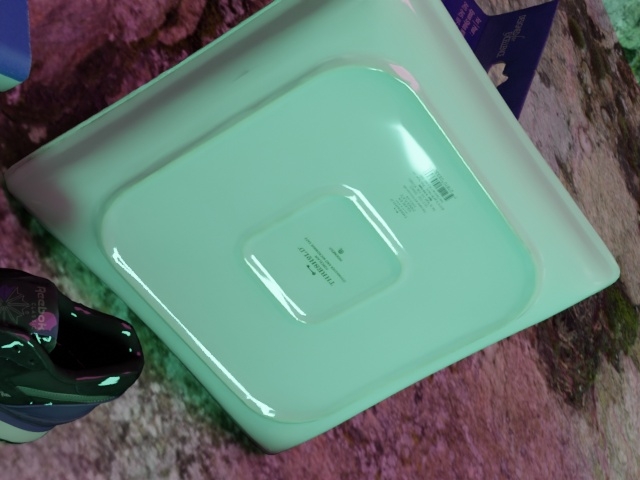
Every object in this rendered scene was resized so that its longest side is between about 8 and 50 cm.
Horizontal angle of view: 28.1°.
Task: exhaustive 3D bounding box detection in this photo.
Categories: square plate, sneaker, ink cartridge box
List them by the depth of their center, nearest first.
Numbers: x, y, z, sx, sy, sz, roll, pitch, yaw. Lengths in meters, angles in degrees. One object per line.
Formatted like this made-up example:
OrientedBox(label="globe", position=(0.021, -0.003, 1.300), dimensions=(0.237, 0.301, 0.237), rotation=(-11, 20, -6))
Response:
OrientedBox(label="sneaker", position=(-0.228, 0.041, 0.783), dimensions=(0.283, 0.124, 0.107), rotation=(27, 50, -49))
OrientedBox(label="square plate", position=(0.000, 0.000, 0.955), dimensions=(0.347, 0.344, 0.049), rotation=(50, 22, -29))
OrientedBox(label="ink cartridge box", position=(0.035, -0.129, 1.122), dimensions=(0.072, 0.307, 0.303), rotation=(60, 31, -23))

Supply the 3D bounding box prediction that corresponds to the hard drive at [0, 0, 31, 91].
OrientedBox(label="hard drive", position=(-0.335, -0.247, 0.870), dimensions=(0.319, 0.040, 0.210), rotation=(20, 55, -52))
